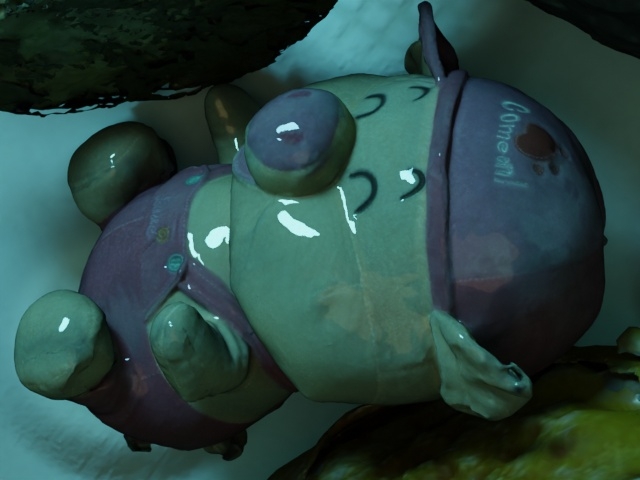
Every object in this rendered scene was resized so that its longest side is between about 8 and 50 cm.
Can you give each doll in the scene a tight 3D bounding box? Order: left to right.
[{"bbox_3d":[-0.002,-0.001,0.767,0.256,0.152,0.196,-14,72,23],"label":"doll"}]

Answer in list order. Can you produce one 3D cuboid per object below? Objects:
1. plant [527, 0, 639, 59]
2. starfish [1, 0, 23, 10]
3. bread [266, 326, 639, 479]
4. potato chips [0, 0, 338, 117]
[{"bbox_3d":[0.101,-0.192,0.687,0.321,0.181,0.194,29,87,-12],"label":"plant"},{"bbox_3d":[-0.230,-0.269,0.765,0.324,0.082,0.432,-15,104,13],"label":"starfish"},{"bbox_3d":[0.078,0.194,0.725,0.337,0.358,0.204,-30,107,15],"label":"bread"},{"bbox_3d":[-0.102,-0.104,0.753,0.220,0.202,0.029,-13,69,13],"label":"potato chips"}]
